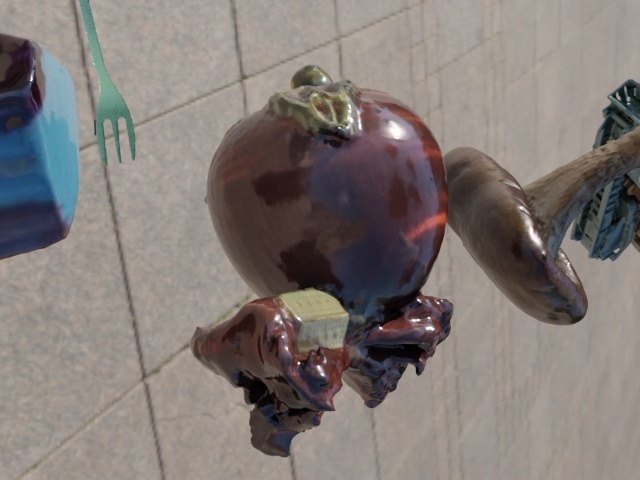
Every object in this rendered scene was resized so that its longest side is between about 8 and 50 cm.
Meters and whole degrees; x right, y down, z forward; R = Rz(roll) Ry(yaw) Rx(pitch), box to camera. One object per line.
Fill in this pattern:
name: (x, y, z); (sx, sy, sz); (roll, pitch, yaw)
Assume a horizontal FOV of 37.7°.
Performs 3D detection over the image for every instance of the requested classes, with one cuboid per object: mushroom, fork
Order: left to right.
fork: (-0.220, -0.190, 0.912); (0.039, 0.021, 0.235); (-12, 86, -29)
mushroom: (0.225, -0.049, 0.836); (0.148, 0.217, 0.227); (48, 7, -38)

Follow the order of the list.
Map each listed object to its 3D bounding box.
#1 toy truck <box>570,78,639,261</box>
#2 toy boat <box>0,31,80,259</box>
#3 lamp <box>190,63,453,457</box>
toy truck: (0.459, -0.104, 1.332); (0.184, 0.133, 0.338); (-28, 151, -10)
toy boat: (-0.291, -0.028, 0.346); (0.079, 0.392, 0.136); (94, -10, -59)
lamp: (0.007, -0.008, 0.566); (0.215, 0.151, 0.223); (-1, 56, -53)
